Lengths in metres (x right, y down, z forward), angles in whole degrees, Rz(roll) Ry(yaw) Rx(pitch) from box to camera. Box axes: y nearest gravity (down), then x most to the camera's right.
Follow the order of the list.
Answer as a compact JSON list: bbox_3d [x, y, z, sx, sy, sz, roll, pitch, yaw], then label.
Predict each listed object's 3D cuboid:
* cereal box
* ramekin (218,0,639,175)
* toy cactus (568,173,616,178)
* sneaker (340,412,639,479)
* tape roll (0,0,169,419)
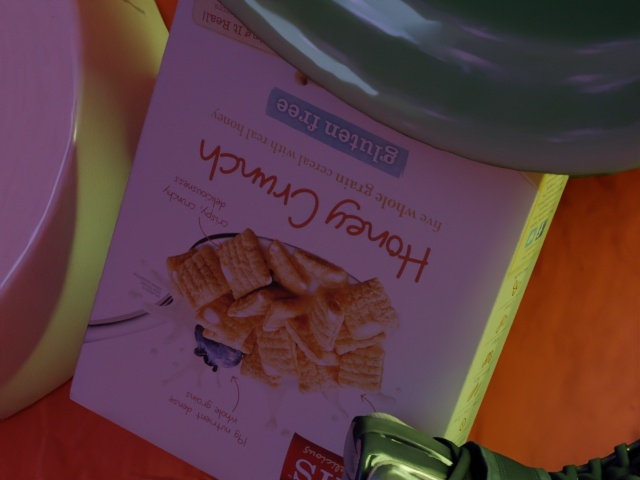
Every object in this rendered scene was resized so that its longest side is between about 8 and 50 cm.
[{"bbox_3d":[0.000,0.000,0.793,0.173,0.047,0.240,26,116,17],"label":"cereal box"},{"bbox_3d":[0.061,-0.184,0.610,0.303,0.303,0.148,25,54,30],"label":"ramekin"},{"bbox_3d":[0.034,-0.032,0.837,0.219,0.112,0.180,13,93,21],"label":"toy cactus"},{"bbox_3d":[0.102,0.089,0.730,0.163,0.086,0.226,36,96,-5],"label":"sneaker"},{"bbox_3d":[-0.211,-0.049,0.960,0.286,0.100,0.286,-8,73,26],"label":"tape roll"}]
